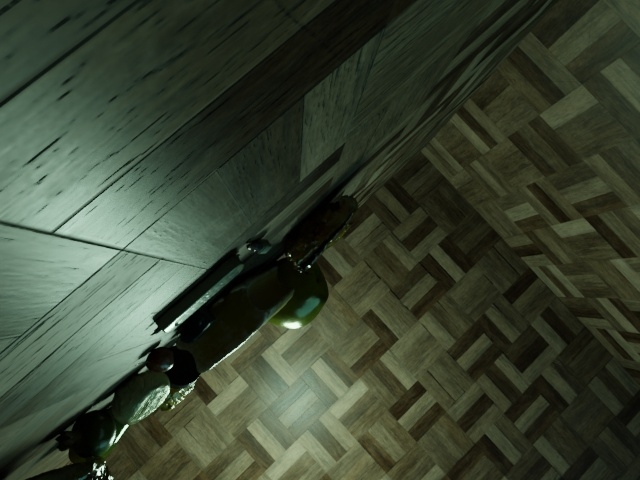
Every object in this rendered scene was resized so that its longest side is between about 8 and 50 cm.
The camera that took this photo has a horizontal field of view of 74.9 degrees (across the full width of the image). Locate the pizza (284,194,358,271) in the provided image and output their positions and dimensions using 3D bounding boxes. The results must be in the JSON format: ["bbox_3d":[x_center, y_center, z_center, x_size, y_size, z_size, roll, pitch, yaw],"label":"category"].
[{"bbox_3d":[-0.010,-0.015,1.324,0.277,0.114,0.409,-43,177,-28],"label":"pizza"}]

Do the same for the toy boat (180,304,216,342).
[{"bbox_3d":[-0.333,0.232,1.112,0.141,0.055,0.060,-44,170,26],"label":"toy boat"}]

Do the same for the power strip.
[{"bbox_3d":[-0.238,0.110,0.817,0.227,0.029,0.080,-42,178,-12],"label":"power strip"}]

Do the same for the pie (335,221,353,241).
[{"bbox_3d":[0.000,0.000,1.883,0.354,0.103,0.288,-34,172,-47],"label":"pie"}]

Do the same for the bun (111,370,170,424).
[{"bbox_3d":[-0.522,0.441,1.202,0.164,0.111,0.188,-51,166,6],"label":"bun"}]

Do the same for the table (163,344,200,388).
[{"bbox_3d":[-0.443,0.399,1.326,0.133,0.133,0.043,-40,176,-45],"label":"table"}]

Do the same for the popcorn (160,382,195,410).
[{"bbox_3d":[-0.544,0.516,1.499,0.194,0.164,0.140,-16,146,-10],"label":"popcorn"}]

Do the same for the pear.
[{"bbox_3d":[-0.120,0.201,1.605,0.294,0.294,0.294,-42,178,-2],"label":"pear"}]

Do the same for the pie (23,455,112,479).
[{"bbox_3d":[-0.672,0.638,0.911,0.417,0.181,0.395,-14,157,-32],"label":"pie"}]

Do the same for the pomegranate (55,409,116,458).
[{"bbox_3d":[-0.591,0.491,1.054,0.114,0.115,0.142,-43,150,13],"label":"pomegranate"}]

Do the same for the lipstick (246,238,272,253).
[{"bbox_3d":[-0.133,0.013,0.880,0.025,0.025,0.107,-43,171,9],"label":"lipstick"}]

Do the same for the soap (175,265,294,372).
[{"bbox_3d":[-0.252,0.231,1.319,0.293,0.156,0.335,-39,177,9],"label":"soap"}]

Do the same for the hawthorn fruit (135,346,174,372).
[{"bbox_3d":[-0.418,0.300,1.052,0.066,0.067,0.103,-43,151,11],"label":"hawthorn fruit"}]

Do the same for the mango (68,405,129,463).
[{"bbox_3d":[-0.690,0.605,1.344,0.156,0.114,0.251,-55,-176,28],"label":"mango"}]
